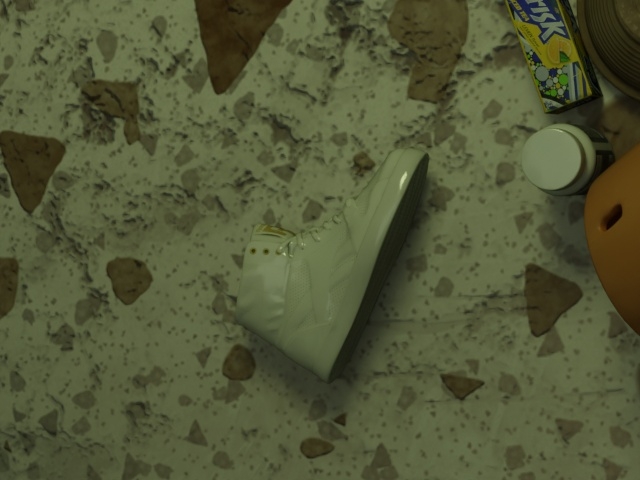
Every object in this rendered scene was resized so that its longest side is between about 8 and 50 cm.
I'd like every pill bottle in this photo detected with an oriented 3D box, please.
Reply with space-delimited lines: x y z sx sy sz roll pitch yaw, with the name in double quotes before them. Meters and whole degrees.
"pill bottle" 0.264 -0.086 1.816 0.078 0.137 0.078 1 92 23

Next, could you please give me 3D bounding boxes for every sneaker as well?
"sneaker" 0.000 0.000 1.945 0.169 0.108 0.293 29 103 16

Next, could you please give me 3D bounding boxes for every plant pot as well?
"plant pot" 0.378 -0.257 1.780 0.237 0.109 0.237 0 91 23
"plant pot" 0.404 -0.016 1.703 0.203 0.291 0.291 -26 82 37

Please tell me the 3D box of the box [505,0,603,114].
"box" 0.252 -0.227 1.861 0.059 0.054 0.169 -21 84 22
